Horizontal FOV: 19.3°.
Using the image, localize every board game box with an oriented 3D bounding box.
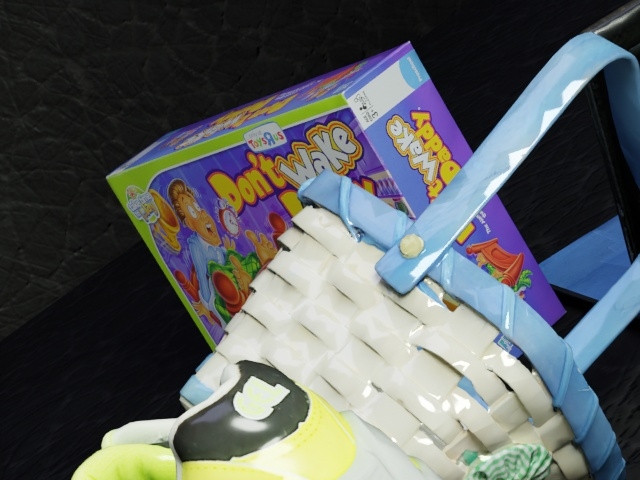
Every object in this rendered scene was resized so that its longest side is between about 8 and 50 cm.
[{"bbox_3d":[0.000,0.000,1.470,0.078,0.233,0.347,-39,14,-33],"label":"board game box"}]

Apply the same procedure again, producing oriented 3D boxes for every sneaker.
[{"bbox_3d":[-0.062,0.150,0.813,0.145,0.147,0.384,-42,5,-40],"label":"sneaker"}]

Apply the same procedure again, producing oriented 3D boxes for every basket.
[{"bbox_3d":[0.086,0.052,1.016,0.201,0.255,0.289,32,79,31],"label":"basket"}]

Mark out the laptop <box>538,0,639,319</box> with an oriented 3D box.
[{"bbox_3d":[0.309,-0.136,1.274,0.382,0.408,0.236,-32,45,-8],"label":"laptop"}]
